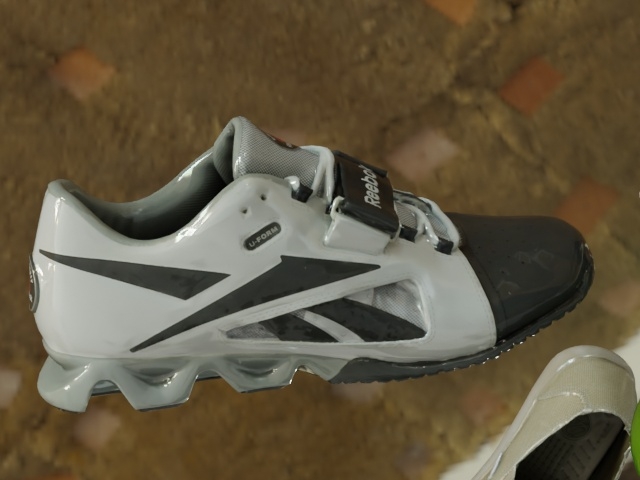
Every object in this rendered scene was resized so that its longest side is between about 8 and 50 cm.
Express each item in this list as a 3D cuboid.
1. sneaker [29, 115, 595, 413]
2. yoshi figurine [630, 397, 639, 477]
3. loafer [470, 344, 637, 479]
[{"bbox_3d":[0.000,0.000,1.075,0.331,0.122,0.146,-9,-70,-14],"label":"sneaker"},{"bbox_3d":[0.278,0.204,1.117,0.203,0.362,0.204,-20,-10,40],"label":"yoshi figurine"},{"bbox_3d":[0.163,0.209,1.471,0.102,0.092,0.268,21,-77,-5],"label":"loafer"}]
